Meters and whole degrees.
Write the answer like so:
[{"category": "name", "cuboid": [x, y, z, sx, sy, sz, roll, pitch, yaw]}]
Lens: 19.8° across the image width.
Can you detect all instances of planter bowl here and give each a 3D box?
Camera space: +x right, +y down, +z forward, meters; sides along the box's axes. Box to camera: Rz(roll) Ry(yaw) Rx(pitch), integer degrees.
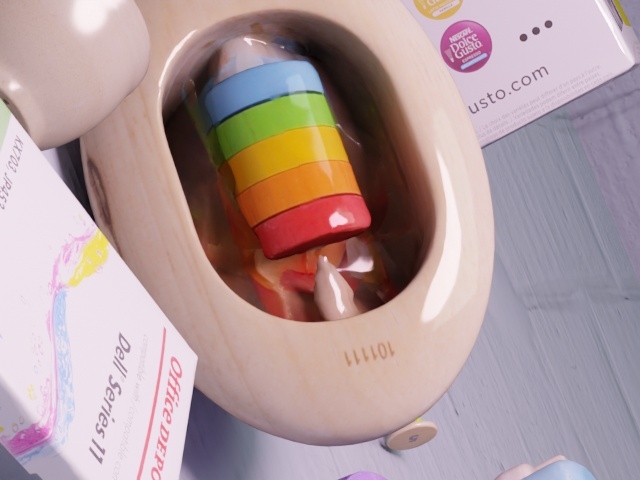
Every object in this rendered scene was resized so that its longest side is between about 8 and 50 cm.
[{"category": "planter bowl", "cuboid": [-0.210, -0.120, 1.232, 0.162, 0.162, 0.109, 54, 49, -31]}]

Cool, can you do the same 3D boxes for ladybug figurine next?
[{"category": "ladybug figurine", "cuboid": [-0.032, -0.047, 1.448, 0.162, 0.305, 0.449, 113, -37, -70]}]

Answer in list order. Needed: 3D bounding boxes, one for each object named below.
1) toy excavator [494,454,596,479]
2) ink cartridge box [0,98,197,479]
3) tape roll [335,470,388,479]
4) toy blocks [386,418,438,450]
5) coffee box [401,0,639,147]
[{"category": "toy excavator", "cuboid": [0.191, 0.281, 1.493, 0.433, 0.222, 0.445, 51, 15, -42]}, {"category": "ink cartridge box", "cuboid": [-0.182, 0.077, 1.084, 0.353, 0.119, 0.207, 56, 21, -28]}, {"category": "tape roll", "cuboid": [0.042, 0.326, 1.452, 0.275, 0.090, 0.275, 55, 21, -32]}, {"category": "toy blocks", "cuboid": [0.056, 0.120, 1.799, 0.123, 0.054, 0.148, 39, 29, -56]}, {"category": "coffee box", "cuboid": [0.112, -0.254, 1.914, 0.334, 0.337, 0.338, 63, 15, 0]}]
